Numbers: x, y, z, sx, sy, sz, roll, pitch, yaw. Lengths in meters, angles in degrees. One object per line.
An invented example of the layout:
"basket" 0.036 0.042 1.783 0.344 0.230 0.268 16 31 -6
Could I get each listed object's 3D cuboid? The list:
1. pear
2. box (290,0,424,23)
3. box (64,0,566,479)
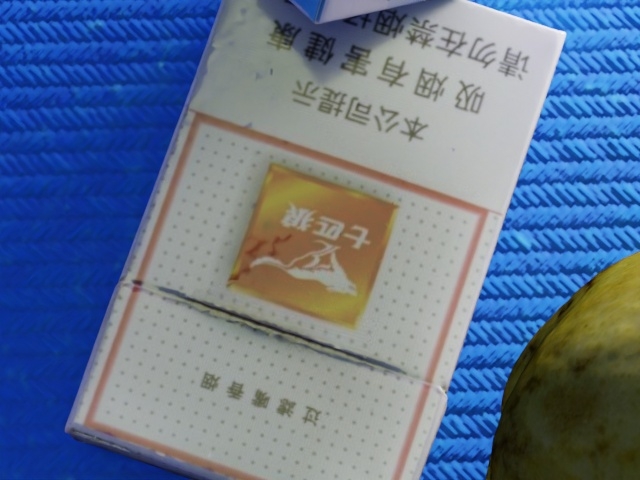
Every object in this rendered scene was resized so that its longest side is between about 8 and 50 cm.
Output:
"pear" 0.234 0.134 1.081 0.304 0.304 0.304 0 79 0
"box" 0.039 -0.211 1.180 0.194 0.073 0.139 -16 48 -37
"box" 0.001 0.000 1.196 0.210 0.095 0.330 19 82 4
